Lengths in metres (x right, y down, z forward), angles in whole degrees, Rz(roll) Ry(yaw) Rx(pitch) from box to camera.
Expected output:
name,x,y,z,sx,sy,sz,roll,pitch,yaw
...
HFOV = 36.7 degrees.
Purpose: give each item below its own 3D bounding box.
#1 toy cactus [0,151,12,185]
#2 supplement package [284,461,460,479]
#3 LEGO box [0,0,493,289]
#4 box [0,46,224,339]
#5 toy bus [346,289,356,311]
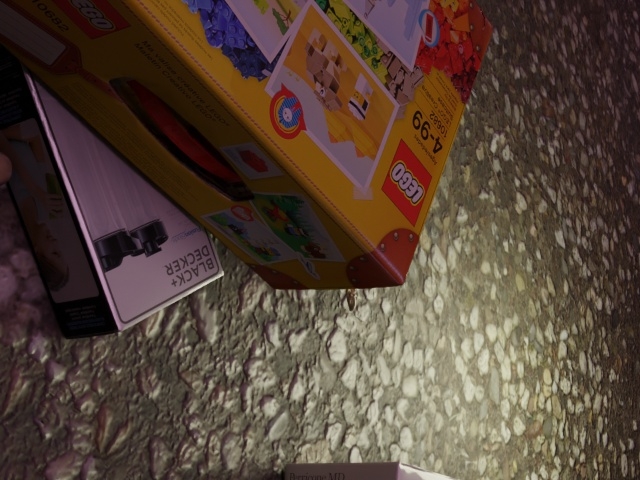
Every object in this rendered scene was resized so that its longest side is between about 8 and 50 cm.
name,x,y,z,sx,sy,sz,roll,pitch,yaw
toy cactus,-0.333,-0.057,0.829,0.219,0.112,0.180,53,11,7
supplement package,0.059,0.425,1.158,0.175,0.178,0.292,29,59,-46
LEGO box,-0.065,-0.238,0.966,0.500,0.193,0.372,45,55,-37
box,-0.222,-0.065,0.981,0.169,0.087,0.289,-29,105,-52
toy bus,0.000,-0.013,1.247,0.104,0.191,0.202,-3,81,-10
